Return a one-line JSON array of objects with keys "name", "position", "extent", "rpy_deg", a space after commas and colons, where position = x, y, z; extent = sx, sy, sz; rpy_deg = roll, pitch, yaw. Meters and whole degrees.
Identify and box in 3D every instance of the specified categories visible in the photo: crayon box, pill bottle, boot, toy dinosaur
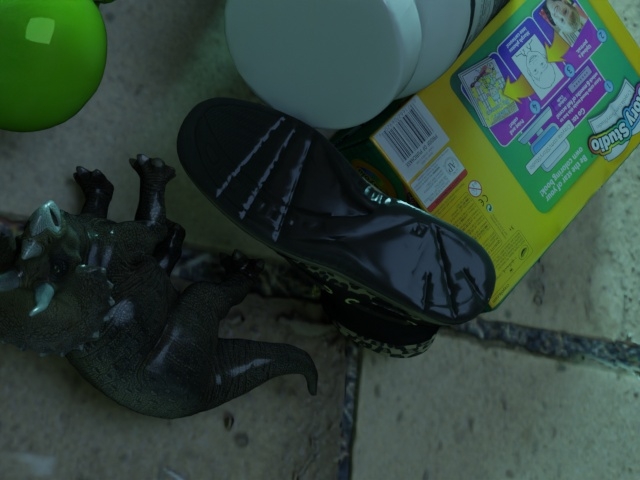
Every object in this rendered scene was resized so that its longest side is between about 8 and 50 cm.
[{"name": "crayon box", "position": [0.143, -0.088, 1.430], "extent": [0.278, 0.081, 0.165], "rpy_deg": [-45, 107, -31]}, {"name": "pill bottle", "position": [0.051, -0.196, 1.297], "extent": [0.162, 0.162, 0.278], "rpy_deg": [57, 38, -12]}, {"name": "boot", "position": [0.000, 0.002, 1.281], "extent": [0.236, 0.178, 0.085], "rpy_deg": [31, 74, 2]}, {"name": "toy dinosaur", "position": [-0.124, 0.047, 1.221], "extent": [0.313, 0.121, 0.160], "rpy_deg": [48, 55, -43]}]

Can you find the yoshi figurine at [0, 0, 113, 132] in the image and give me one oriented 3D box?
[{"name": "yoshi figurine", "position": [-0.260, -0.167, 1.113], "extent": [0.362, 0.204, 0.203], "rpy_deg": [12, 92, -43]}]
